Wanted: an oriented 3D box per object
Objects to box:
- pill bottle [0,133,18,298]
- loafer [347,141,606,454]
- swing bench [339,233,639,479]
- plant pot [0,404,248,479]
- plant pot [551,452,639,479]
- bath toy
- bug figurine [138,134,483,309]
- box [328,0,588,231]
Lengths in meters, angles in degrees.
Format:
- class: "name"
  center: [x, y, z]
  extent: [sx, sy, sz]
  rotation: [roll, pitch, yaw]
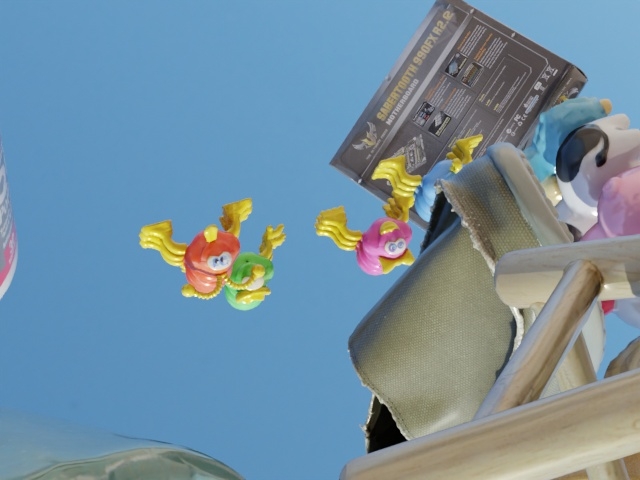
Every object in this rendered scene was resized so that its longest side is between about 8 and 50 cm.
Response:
- class: "pill bottle"
  center: [-0.351, -0.069, 1.343]
  extent: [0.176, 0.318, 0.176]
  rotation: [2, -125, -3]
- class: "loafer"
  center: [0.063, 0.054, 0.734]
  extent: [0.087, 0.251, 0.094]
  rotation: [-18, -123, -13]
- class: "swing bench"
  center: [0.180, 0.116, 0.422]
  extent: [0.165, 0.255, 0.253]
  rotation: [-43, -63, -62]
- class: "plant pot"
  center: [-0.198, 0.189, 0.604]
  extent: [0.341, 0.334, 0.341]
  rotation: [-7, -82, -59]
- class: "plant pot"
  center: [0.218, 0.268, 1.322]
  extent: [0.236, 0.236, 0.032]
  rotation: [40, -168, -15]
- class: "bath toy"
  center: [0.273, -0.008, 1.509]
  extent: [0.348, 0.129, 0.151]
  rotation: [-114, 3, -63]
- class: "bug figurine"
  center: [0.000, 0.000, 1.295]
  extent: [0.279, 0.216, 0.072]
  rotation: [-17, -102, -9]
- class: "box"
  center: [0.144, -0.125, 1.728]
  extent: [0.183, 0.231, 0.056]
  rotation: [35, -176, 30]
